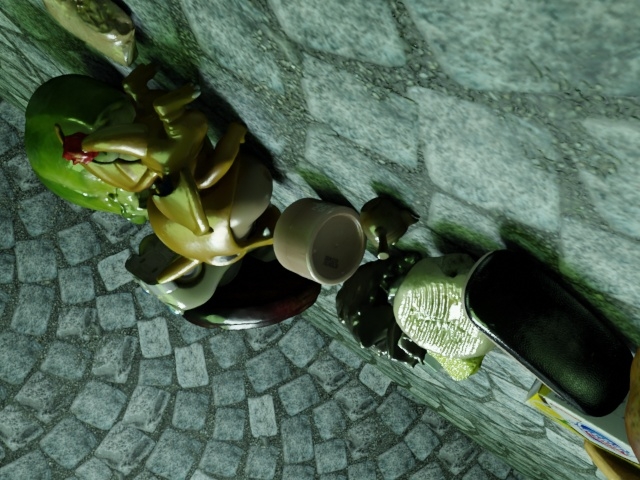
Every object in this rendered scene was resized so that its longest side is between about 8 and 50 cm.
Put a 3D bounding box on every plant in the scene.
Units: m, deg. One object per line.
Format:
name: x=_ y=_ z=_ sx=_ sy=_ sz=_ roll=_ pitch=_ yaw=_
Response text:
plant: x=0.152 y=0.137 z=1.170 sx=0.188 sy=0.199 sz=0.276 roll=32 pitch=172 yaw=-15

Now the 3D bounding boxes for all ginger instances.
ginger: x=-0.379 y=-0.361 z=0.936 sx=0.213 sy=0.074 sz=0.137 roll=34 pitch=159 yaw=-13

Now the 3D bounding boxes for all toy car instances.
toy car: x=-0.296 y=0.045 z=1.545 sx=0.242 sy=0.336 sz=0.226 roll=19 pitch=148 yaw=51

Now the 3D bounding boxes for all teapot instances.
teapot: x=0.104 y=-0.019 z=0.922 sx=0.085 sy=0.110 sz=0.080 roll=-25 pitch=113 yaw=25

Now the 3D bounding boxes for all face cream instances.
face cream: x=0.000 y=0.000 z=1.114 sx=0.104 sy=0.149 sz=0.149 roll=19 pitch=160 yaw=47

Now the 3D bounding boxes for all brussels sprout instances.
brussels sprout: x=-0.487 y=-0.208 z=1.354 sx=0.315 sy=0.276 sz=0.371 roll=9 pitch=162 yaw=34

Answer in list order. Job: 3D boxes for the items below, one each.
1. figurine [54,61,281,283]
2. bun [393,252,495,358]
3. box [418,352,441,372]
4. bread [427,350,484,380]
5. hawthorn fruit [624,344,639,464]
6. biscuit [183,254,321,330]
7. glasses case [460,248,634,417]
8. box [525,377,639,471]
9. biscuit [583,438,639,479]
figurine: x=-0.269 y=-0.118 z=1.119 sx=0.401 sy=0.268 sz=0.387 roll=14 pitch=145 yaw=30
bun: x=0.216 y=0.090 z=0.955 sx=0.178 sy=0.128 sz=0.193 roll=23 pitch=140 yaw=20
box: x=0.235 y=0.272 z=1.656 sx=0.129 sy=0.086 sz=0.225 roll=40 pitch=167 yaw=-23
bread: x=0.298 y=0.225 z=1.274 sx=0.114 sy=0.111 sz=0.129 roll=37 pitch=150 yaw=8
hawthorn fruit: x=0.409 y=0.155 z=0.577 sx=0.208 sy=0.208 sz=0.248 roll=23 pitch=143 yaw=43
biscuit: x=-0.196 y=0.138 z=1.640 sx=0.407 sy=0.407 sz=0.091 roll=19 pitch=121 yaw=50
glasses case: x=0.325 y=0.134 z=0.842 sx=0.314 sy=0.122 sz=0.075 roll=38 pitch=173 yaw=-15
box: x=0.516 y=0.313 z=1.066 sx=0.265 sy=0.097 sz=0.168 roll=30 pitch=167 yaw=18
biscuit: x=0.577 y=0.411 z=1.158 sx=0.142 sy=0.029 sz=0.220 roll=23 pitch=-158 yaw=6
